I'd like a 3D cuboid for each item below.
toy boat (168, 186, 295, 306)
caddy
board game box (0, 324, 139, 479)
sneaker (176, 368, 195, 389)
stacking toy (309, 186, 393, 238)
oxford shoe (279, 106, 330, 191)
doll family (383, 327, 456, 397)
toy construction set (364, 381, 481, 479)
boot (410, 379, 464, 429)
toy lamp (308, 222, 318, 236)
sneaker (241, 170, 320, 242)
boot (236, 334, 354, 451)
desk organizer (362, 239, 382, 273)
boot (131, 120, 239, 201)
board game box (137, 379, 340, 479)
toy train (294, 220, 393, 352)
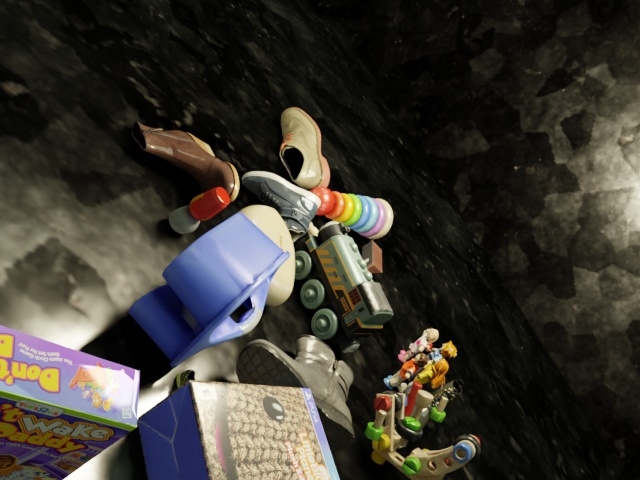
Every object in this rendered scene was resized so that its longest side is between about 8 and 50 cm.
[{"bbox_3d":[-0.189,0.000,1.406,0.318,0.148,0.267,42,32,-37],"label":"toy boat"},{"bbox_3d":[-0.186,0.098,1.149,0.179,0.241,0.341,45,26,0],"label":"caddy"},{"bbox_3d":[-0.414,0.178,0.672,0.347,0.233,0.078,31,33,-37],"label":"board game box"},{"bbox_3d":[-0.235,0.264,1.086,0.031,0.035,0.083,24,37,-43],"label":"sneaker"},{"bbox_3d":[0.087,-0.098,1.986,0.330,0.141,0.141,14,45,-46],"label":"stacking toy"},{"bbox_3d":[-0.074,-0.314,1.996,0.130,0.123,0.348,15,43,-44],"label":"oxford shoe"},{"bbox_3d":[0.296,0.344,1.706,0.118,0.163,0.263,49,25,1],"label":"doll family"},{"bbox_3d":[0.204,0.486,1.411,0.257,0.237,0.309,22,8,4],"label":"toy construction set"},{"bbox_3d":[0.299,0.434,1.635,0.077,0.137,0.198,54,27,2],"label":"boot"},{"bbox_3d":[0.000,0.000,1.763,0.274,0.080,0.080,49,26,-5],"label":"toy lamp"},{"bbox_3d":[-0.126,-0.086,1.655,0.226,0.086,0.163,22,57,-2],"label":"sneaker"},{"bbox_3d":[-0.049,0.278,1.314,0.338,0.118,0.222,52,20,-27],"label":"boot"},{"bbox_3d":[0.168,0.062,1.999,0.050,0.047,0.130,44,27,-22],"label":"desk organizer"},{"bbox_3d":[-0.318,-0.182,1.437,0.207,0.090,0.248,11,29,-44],"label":"boot"},{"bbox_3d":[-0.123,0.372,1.012,0.291,0.141,0.232,19,41,-49],"label":"board game box"},{"bbox_3d":[0.048,0.112,1.569,0.142,0.190,0.334,16,44,-52],"label":"toy train"}]
